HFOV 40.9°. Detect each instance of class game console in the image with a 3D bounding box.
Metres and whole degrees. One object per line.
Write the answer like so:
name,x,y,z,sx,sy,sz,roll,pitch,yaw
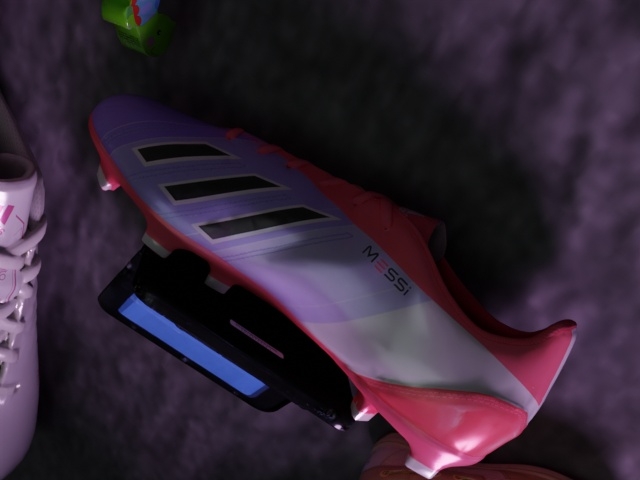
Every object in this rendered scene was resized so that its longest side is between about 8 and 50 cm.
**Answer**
game console,-0.053,0.059,0.433,0.122,0.107,0.071,35,103,-15

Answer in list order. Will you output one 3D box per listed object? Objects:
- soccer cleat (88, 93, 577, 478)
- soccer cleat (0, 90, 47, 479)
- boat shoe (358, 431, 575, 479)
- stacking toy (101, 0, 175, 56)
soccer cleat,0.000,0.000,0.400,0.248,0.083,0.095,41,102,10
soccer cleat,-0.215,0.017,0.497,0.143,0.116,0.331,6,115,31
boat shoe,0.081,0.138,0.430,0.135,0.045,0.050,9,117,27
stacking toy,-0.133,-0.204,0.385,0.166,0.052,0.221,24,129,27
